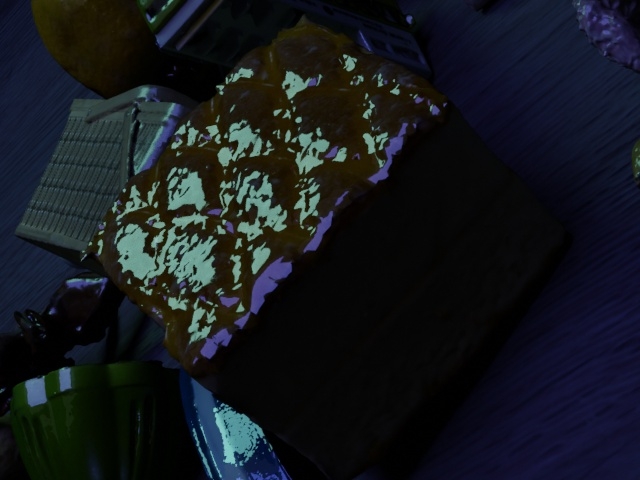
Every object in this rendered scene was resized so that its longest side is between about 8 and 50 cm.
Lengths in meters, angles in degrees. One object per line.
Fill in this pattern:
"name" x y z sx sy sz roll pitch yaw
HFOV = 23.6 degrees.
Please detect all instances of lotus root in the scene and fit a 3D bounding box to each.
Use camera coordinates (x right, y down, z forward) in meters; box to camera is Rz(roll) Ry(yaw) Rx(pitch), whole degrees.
"lotus root" -0.206 0.220 1.483 0.186 0.186 0.186 -40 32 33

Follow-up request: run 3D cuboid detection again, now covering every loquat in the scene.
"loquat" -0.197 -0.237 1.598 0.187 0.234 0.176 -38 -13 -8

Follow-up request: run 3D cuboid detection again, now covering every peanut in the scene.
"peanut" -0.423 0.281 1.845 0.226 0.095 0.108 -38 49 29

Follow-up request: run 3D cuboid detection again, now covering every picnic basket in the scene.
"picnic basket" -0.133 -0.031 1.518 0.313 0.228 0.175 9 74 62

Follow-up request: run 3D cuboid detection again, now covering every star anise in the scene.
"star anise" -0.315 0.119 1.724 0.288 0.088 0.288 -36 -7 -5

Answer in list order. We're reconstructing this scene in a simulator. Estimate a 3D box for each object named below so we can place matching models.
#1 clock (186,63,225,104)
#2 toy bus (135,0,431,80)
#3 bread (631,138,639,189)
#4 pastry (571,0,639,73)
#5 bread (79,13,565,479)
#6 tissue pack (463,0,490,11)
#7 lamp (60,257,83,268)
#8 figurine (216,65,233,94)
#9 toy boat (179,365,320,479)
"clock" -0.164 -0.179 1.745 0.064 0.198 0.172 7 36 39
"toy bus" -0.034 -0.204 1.435 0.113 0.302 0.139 -44 57 28
"bread" 0.303 -0.087 1.027 0.226 0.049 0.088 -40 33 35
"pastry" 0.269 -0.252 1.198 0.265 0.103 0.112 -61 20 -8
"bread" 0.000 0.000 1.227 0.279 0.207 0.279 -50 34 -2
"tissue pack" 0.156 -0.274 1.439 0.094 0.074 0.058 -38 31 31
"lamp" -0.264 -0.020 1.879 0.193 0.106 0.106 -34 35 58
"figurine" -0.013 -0.310 1.610 0.274 0.227 0.394 -14 -53 -80
"toy boat" -0.054 0.180 1.320 0.062 0.096 0.299 -45 30 9
